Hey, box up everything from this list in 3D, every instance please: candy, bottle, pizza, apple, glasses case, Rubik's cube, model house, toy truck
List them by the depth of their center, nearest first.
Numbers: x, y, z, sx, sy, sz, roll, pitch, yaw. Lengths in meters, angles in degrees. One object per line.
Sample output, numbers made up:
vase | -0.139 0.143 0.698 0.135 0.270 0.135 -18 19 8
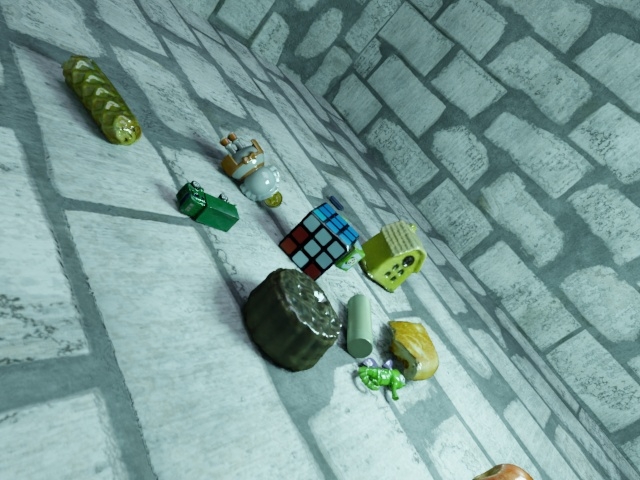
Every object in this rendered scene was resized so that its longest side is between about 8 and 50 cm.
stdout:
apple | 0.426 0.619 0.954 0.199 0.199 0.199 37 24 -19
toy truck | -0.286 -0.086 1.060 0.147 0.065 0.079 25 33 -44
bottle | 0.110 0.236 1.183 0.072 0.072 0.202 39 23 -14
Rubik's cube | 0.000 0.000 1.281 0.162 0.163 0.160 47 22 2
pizza | 0.280 0.328 1.291 0.182 0.074 0.365 30 14 4
candy | 0.076 0.005 1.491 0.062 0.097 0.195 29 27 -41
model house | 0.281 0.042 1.603 0.174 0.234 0.194 32 24 -30
glasses case | 0.072 -0.163 1.869 0.083 0.023 0.033 48 17 2

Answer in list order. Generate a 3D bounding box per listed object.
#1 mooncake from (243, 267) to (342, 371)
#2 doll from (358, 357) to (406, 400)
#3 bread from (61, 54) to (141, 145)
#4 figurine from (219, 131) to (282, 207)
mooncake | -0.054 0.167 0.950 0.228 0.124 0.228 38 22 -18
doll | 0.161 0.358 1.092 0.190 0.050 0.115 24 24 -39
bread | -0.534 -0.338 1.035 0.087 0.098 0.269 -33 74 -24
figurine | -0.215 -0.222 1.328 0.271 0.143 0.143 49 22 12
